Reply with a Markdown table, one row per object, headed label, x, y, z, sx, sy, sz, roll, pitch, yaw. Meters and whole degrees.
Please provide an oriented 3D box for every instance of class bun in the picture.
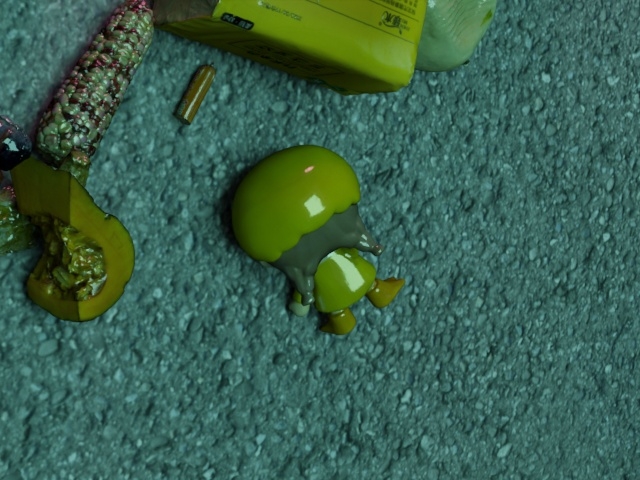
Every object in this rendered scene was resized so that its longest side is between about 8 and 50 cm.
| label | x | y | z | sx | sy | sz | roll | pitch | yaw |
| --- | --- | --- | --- | --- | --- | --- | --- | --- | --- |
| bun | 0.186 | -0.417 | 2.056 | 0.259 | 0.160 | 0.259 | -21 | 117 | -50 |

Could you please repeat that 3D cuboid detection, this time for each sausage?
| label | x | y | z | sx | sy | sz | roll | pitch | yaw |
| --- | --- | --- | --- | --- | --- | --- | --- | --- | --- |
| sausage | -0.190 | -0.231 | 1.857 | 0.031 | 0.031 | 0.107 | 34 | 74 | -34 |

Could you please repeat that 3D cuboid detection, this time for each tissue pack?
| label | x | y | z | sx | sy | sz | roll | pitch | yaw |
| --- | --- | --- | --- | --- | --- | --- | --- | --- | --- |
| tissue pack | -0.034 | -0.412 | 1.839 | 0.381 | 0.228 | 0.293 | 14 | 84 | -36 |

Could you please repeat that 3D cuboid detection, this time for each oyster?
| label | x | y | z | sx | sy | sz | roll | pitch | yaw |
| --- | --- | --- | --- | --- | --- | --- | --- | --- | --- |
| oyster | -0.444 | -0.028 | 1.679 | 0.146 | 0.045 | 0.122 | 22 | 66 | -37 |

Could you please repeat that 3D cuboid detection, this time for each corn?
| label | x | y | z | sx | sy | sz | roll | pitch | yaw |
| --- | --- | --- | --- | --- | --- | --- | --- | --- | --- |
| corn | -0.316 | -0.222 | 1.724 | 0.092 | 0.092 | 0.281 | 41 | 66 | -32 |

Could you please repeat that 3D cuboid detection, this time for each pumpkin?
| label | x | y | z | sx | sy | sz | roll | pitch | yaw |
| --- | --- | --- | --- | --- | --- | --- | --- | --- | --- |
| pumpkin | -0.344 | -0.022 | 1.677 | 0.126 | 0.131 | 0.248 | -28 | 128 | -43 |

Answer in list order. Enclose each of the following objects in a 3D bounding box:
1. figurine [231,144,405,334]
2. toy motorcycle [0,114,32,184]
| label | x | y | z | sx | sy | sz | roll | pitch | yaw |
| --- | --- | --- | --- | --- | --- | --- | --- | --- | --- |
| figurine | 0.000 | 0.000 | 1.942 | 0.215 | 0.187 | 0.344 | -45 | 126 | -12 |
| toy motorcycle | -0.474 | -0.205 | 1.537 | 0.134 | 0.207 | 0.401 | -14 | 100 | -66 |
